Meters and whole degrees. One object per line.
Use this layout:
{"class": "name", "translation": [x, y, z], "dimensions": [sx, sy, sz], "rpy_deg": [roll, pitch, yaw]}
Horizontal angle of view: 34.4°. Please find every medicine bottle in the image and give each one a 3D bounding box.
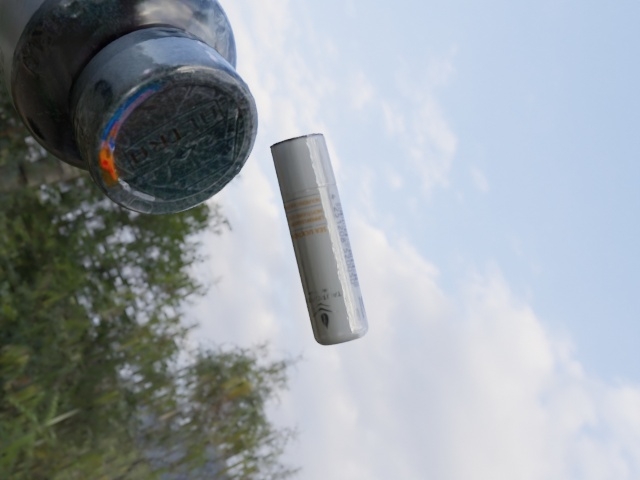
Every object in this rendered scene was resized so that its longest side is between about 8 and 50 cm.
{"class": "medicine bottle", "translation": [-0.145, -0.139, 0.666], "dimensions": [0.293, 0.141, 0.141], "rpy_deg": [53, -23, 40]}

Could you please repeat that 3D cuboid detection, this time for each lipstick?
{"class": "lipstick", "translation": [0.000, 0.000, 0.700], "dimensions": [0.040, 0.040, 0.141], "rpy_deg": [163, -86, -71]}
